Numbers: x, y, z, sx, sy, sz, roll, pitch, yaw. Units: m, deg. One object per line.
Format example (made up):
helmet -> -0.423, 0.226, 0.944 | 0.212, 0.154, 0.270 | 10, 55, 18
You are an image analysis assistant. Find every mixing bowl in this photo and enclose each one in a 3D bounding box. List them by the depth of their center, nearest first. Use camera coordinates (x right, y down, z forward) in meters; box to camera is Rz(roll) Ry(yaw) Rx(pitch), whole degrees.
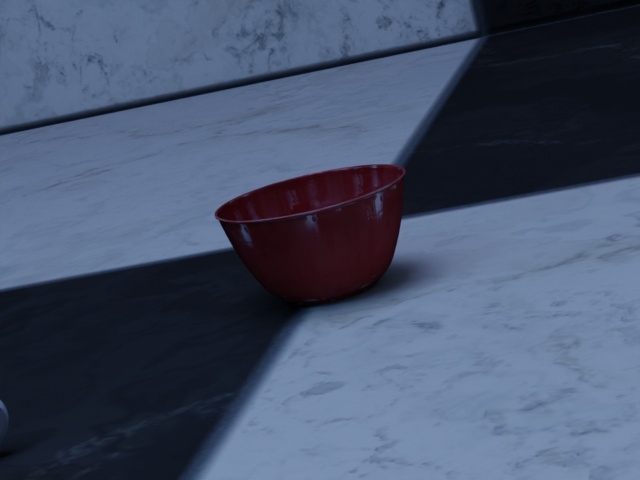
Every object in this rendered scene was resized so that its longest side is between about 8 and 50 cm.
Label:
mixing bowl -> 0.000, 0.000, 1.682 | 0.181, 0.098, 0.181 | -12, 13, 3

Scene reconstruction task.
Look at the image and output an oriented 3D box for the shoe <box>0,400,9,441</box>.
shoe -> -0.333, 0.151, 1.441 | 0.178, 0.063, 0.081 | -18, 18, -2
